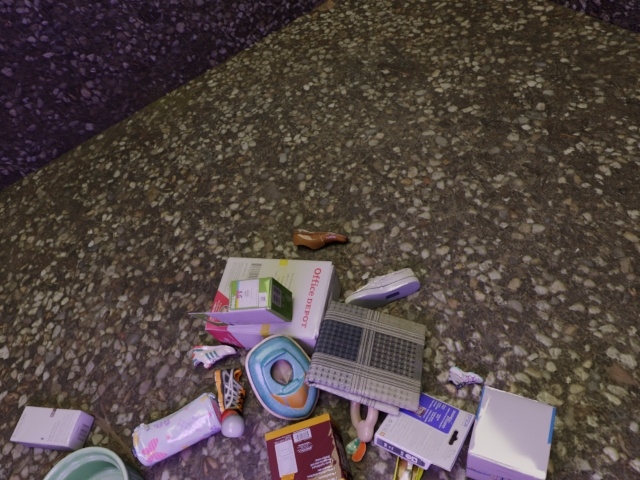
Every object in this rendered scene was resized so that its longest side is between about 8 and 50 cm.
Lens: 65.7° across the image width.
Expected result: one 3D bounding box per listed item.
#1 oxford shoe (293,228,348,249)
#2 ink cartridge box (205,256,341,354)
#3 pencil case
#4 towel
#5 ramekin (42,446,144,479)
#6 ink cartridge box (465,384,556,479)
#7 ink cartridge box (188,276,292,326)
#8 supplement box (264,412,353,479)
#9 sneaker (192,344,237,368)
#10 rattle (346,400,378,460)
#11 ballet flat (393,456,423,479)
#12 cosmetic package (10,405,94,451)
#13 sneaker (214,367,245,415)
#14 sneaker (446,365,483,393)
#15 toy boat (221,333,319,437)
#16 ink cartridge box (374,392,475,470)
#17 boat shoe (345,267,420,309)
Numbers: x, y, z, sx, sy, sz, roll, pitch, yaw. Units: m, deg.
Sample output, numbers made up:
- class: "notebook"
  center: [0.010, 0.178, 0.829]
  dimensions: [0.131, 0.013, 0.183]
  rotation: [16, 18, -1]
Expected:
- class: "oxford shoe"
  center: [0.000, 0.000, 1.851]
  dimensions: [0.212, 0.076, 0.076]
  rotation: [2, 85, 15]
- class: "ink cartridge box"
  center: [-0.147, 0.217, 1.659]
  dimensions: [0.385, 0.160, 0.279]
  rotation: [2, 56, 19]
- class: "pencil case"
  center: [-0.427, 0.571, 1.507]
  dimensions: [0.273, 0.113, 0.124]
  rotation: [-25, 73, -4]
- class: "towel"
  center: [0.145, 0.334, 1.446]
  dimensions: [0.324, 0.056, 0.312]
  rotation: [15, 42, 5]
- class: "ramekin"
  center: [-0.648, 0.762, 1.409]
  dimensions: [0.303, 0.148, 0.303]
  rotation: [-9, 52, 11]
- class: "ink cartridge box"
  center: [0.460, 0.498, 1.217]
  dimensions: [0.168, 0.232, 0.171]
  rotation: [12, 58, 22]
- class: "ink cartridge box"
  center: [-0.233, 0.188, 1.476]
  dimensions: [0.255, 0.189, 0.097]
  rotation: [-6, 68, 14]
- class: "supplement box"
  center: [-0.027, 0.609, 1.346]
  dimensions: [0.191, 0.129, 0.194]
  rotation: [-19, 51, 4]
- class: "sneaker"
  center: [-0.356, 0.392, 1.668]
  dimensions: [0.161, 0.057, 0.075]
  rotation: [-3, 70, 13]
- class: "rattle"
  center: [0.156, 0.523, 1.422]
  dimensions: [0.130, 0.143, 0.199]
  rotation: [-21, 60, 43]
- class: "ballet flat"
  center: [0.233, 0.601, 1.308]
  dimensions: [0.077, 0.077, 0.231]
  rotation: [8, 56, 20]
- class: "cosmetic package"
  center: [-0.880, 0.619, 1.629]
  dimensions: [0.231, 0.085, 0.117]
  rotation: [-2, 53, 14]
- class: "sneaker"
  center: [-0.272, 0.489, 1.546]
  dimensions: [0.083, 0.084, 0.215]
  rotation: [-17, 52, -8]
- class: "sneaker"
  center: [0.412, 0.410, 1.426]
  dimensions: [0.098, 0.038, 0.069]
  rotation: [11, 59, 35]
- class: "toy boat"
  center: [-0.151, 0.445, 1.433]
  dimensions: [0.318, 0.148, 0.267]
  rotation: [-36, 96, -16]
- class: "ink cartridge box"
  center: [0.283, 0.508, 1.333]
  dimensions: [0.208, 0.045, 0.206]
  rotation: [16, 34, 30]
- class: "boat shoe"
  center: [0.199, 0.161, 1.651]
  dimensions: [0.258, 0.095, 0.084]
  rotation: [-15, 46, -8]
